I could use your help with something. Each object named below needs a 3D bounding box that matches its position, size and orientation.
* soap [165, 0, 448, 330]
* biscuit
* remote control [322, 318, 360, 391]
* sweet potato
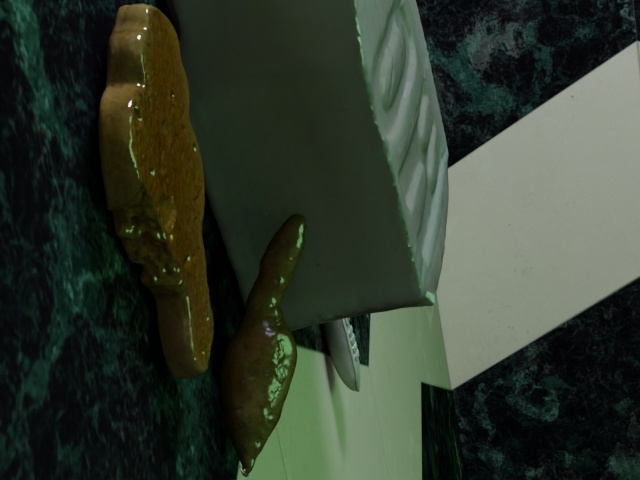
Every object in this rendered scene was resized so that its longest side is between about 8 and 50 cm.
[{"bbox_3d":[0.001,-0.169,1.209,0.350,0.213,0.435,-70,149,-51],"label":"soap"},{"bbox_3d":[-0.139,-0.039,0.923,0.183,0.047,0.320,-59,140,-68],"label":"biscuit"},{"bbox_3d":[0.021,0.118,1.618,0.073,0.044,0.229,-45,118,-80],"label":"remote control"},{"bbox_3d":[-0.058,0.104,1.102,0.075,0.075,0.269,46,54,-71],"label":"sweet potato"}]
